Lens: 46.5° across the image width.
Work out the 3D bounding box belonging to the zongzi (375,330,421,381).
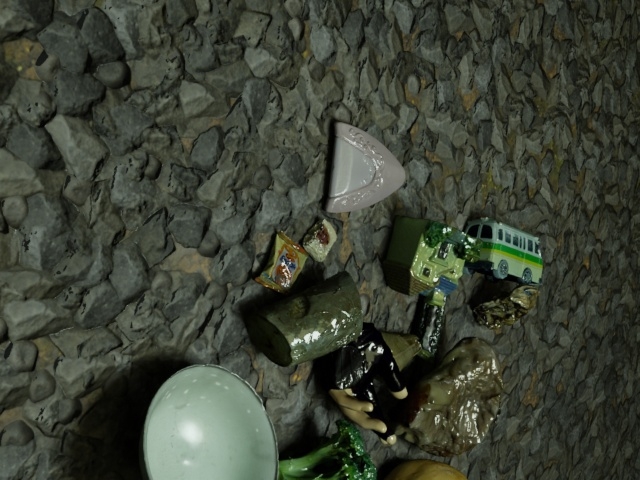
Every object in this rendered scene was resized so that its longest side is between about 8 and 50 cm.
[{"bbox_3d":[0.170,0.243,1.851,0.160,0.078,0.176,-40,114,-40],"label":"zongzi"}]

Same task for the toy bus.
[{"bbox_3d":[0.519,0.037,2.115,0.276,0.133,0.165,15,83,-44],"label":"toy bus"}]

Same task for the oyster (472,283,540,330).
[{"bbox_3d":[0.547,0.194,2.127,0.222,0.214,0.083,1,64,-38],"label":"oyster"}]

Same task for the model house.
[{"bbox_3d":[0.280,0.061,1.838,0.214,0.195,0.189,23,87,-32],"label":"model house"}]

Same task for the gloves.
[{"bbox_3d":[0.108,0.334,1.736,0.197,0.152,0.301,-20,85,-28],"label":"gloves"}]

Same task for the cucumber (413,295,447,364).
[{"bbox_3d":[0.295,0.189,1.961,0.077,0.077,0.266,25,75,-44],"label":"cucumber"}]

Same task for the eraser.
[{"bbox_3d":[0.117,-0.161,1.738,0.243,0.059,0.205,2,95,-41],"label":"eraser"}]

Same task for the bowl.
[{"bbox_3d":[-0.237,0.402,1.395,0.313,0.146,0.314,26,52,-38],"label":"bowl"}]

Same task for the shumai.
[{"bbox_3d":[0.288,0.401,1.904,0.283,0.217,0.346,7,116,-30],"label":"shumai"}]

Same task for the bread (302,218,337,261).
[{"bbox_3d":[0.000,0.000,1.668,0.083,0.035,0.070,-56,131,-26],"label":"bread"}]

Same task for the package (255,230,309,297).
[{"bbox_3d":[-0.079,0.055,1.600,0.108,0.031,0.121,40,68,-43],"label":"package"}]

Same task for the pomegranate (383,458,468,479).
[{"bbox_3d":[0.270,0.702,1.887,0.307,0.307,0.308,-8,102,-44],"label":"pomegranate"}]

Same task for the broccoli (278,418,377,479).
[{"bbox_3d":[-0.012,0.534,1.639,0.269,0.269,0.254,58,15,-33],"label":"broccoli"}]

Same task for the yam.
[{"bbox_3d":[-0.016,0.174,1.587,0.254,0.154,0.154,-21,111,-34],"label":"yam"}]
